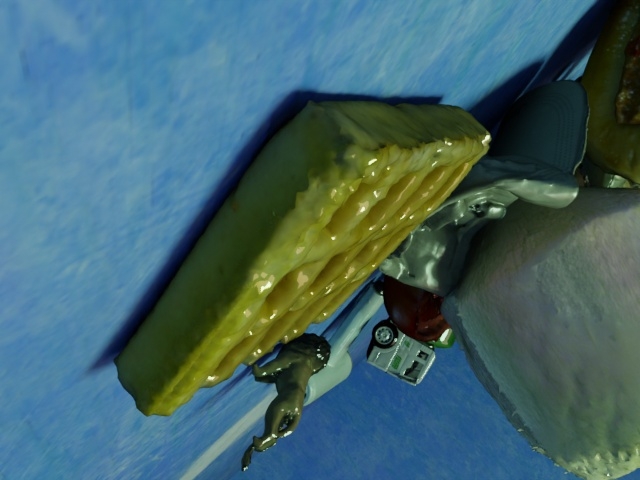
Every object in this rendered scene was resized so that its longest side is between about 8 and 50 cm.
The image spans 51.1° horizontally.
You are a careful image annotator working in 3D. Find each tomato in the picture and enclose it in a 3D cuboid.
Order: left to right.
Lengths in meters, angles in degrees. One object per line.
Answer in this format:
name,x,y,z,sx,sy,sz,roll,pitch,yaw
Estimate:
tomato,0.147,0.022,0.875,0.228,0.101,0.228,-40,148,-32

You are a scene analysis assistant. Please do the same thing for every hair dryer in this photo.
hair dryer,0.035,0.156,1.043,0.236,0.073,0.131,-53,163,27

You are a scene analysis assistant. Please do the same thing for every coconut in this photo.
coconut,0.285,0.079,0.741,0.297,0.309,0.297,-27,160,-11

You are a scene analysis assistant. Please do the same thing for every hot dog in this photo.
hot dog,0.445,-0.231,0.702,0.405,0.185,0.223,-36,135,-23

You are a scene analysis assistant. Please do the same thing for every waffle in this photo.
waffle,0.000,0.000,0.458,0.221,0.055,0.248,-50,165,26

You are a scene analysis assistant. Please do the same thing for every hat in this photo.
hat,0.144,-0.068,0.663,0.214,0.149,0.245,128,-23,-51

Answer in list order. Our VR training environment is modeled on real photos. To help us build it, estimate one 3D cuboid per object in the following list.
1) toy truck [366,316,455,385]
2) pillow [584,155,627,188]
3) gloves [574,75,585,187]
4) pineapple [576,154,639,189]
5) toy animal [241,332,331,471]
toy truck,0.169,0.104,1.049,0.242,0.125,0.101,-62,172,0
pillow,0.457,-0.203,0.968,0.185,0.075,0.302,-48,156,-62
gloves,0.313,-0.087,0.906,0.197,0.152,0.301,-77,-177,-45
pineapple,0.598,-0.140,1.194,0.352,0.352,0.300,-50,164,26
toy animal,-0.055,0.183,0.811,0.220,0.086,0.069,-62,160,-44
